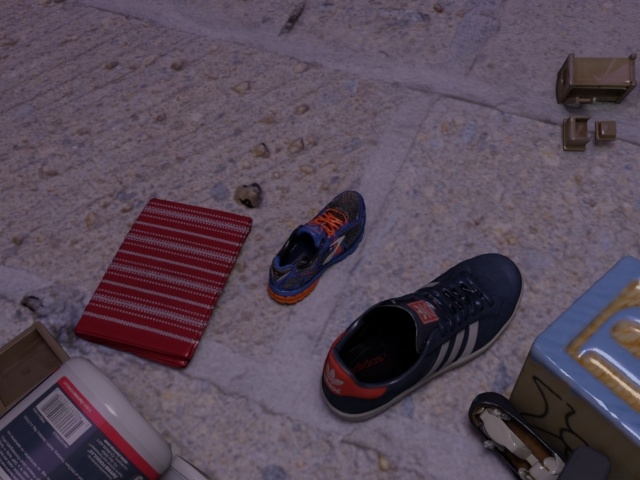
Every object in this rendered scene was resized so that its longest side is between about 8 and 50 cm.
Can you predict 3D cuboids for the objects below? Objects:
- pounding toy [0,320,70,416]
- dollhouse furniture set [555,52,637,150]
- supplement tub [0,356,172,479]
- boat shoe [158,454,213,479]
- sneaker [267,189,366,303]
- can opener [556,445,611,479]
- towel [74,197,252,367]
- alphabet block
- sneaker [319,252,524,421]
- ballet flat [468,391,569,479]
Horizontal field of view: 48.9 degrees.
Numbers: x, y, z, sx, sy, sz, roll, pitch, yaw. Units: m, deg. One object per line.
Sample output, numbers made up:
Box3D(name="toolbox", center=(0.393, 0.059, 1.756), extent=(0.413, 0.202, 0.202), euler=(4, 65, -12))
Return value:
Box3D(name="pounding toy", center=(-0.398, 0.217, 0.988), extent=(0.130, 0.100, 0.141), euler=(-39, 51, -20))
Box3D(name="dollhouse furniture set", center=(0.512, -0.229, 1.222), extent=(0.182, 0.101, 0.160), euler=(2, 81, 6))
Box3D(name="supplement tub", center=(-0.338, 0.295, 0.860), extent=(0.191, 0.191, 0.272), euler=(37, 68, 25))
Box3D(name="boat shoe", center=(-0.138, 0.347, 0.889), extent=(0.184, 0.066, 0.063), euler=(32, 75, 22))
Box3D(name="sneaker", center=(0.000, 0.000, 1.092), extent=(0.083, 0.087, 0.221), euler=(28, 63, 20))
Box3D(name="can opener", center=(0.225, 0.319, 0.750), extent=(0.093, 0.074, 0.280), euler=(28, 43, 32))
Box3D(name="towel", center=(-0.241, 0.057, 1.109), extent=(0.199, 0.031, 0.274), euler=(12, 56, 15))
Box3D(name="alphabet block", center=(0.375, 0.177, 0.879), extent=(0.193, 0.197, 0.192), euler=(-35, 61, -17))
Box3D(name="sneaker", center=(0.151, 0.111, 0.969), extent=(0.350, 0.148, 0.131), euler=(-36, 61, -18))
Box3D(name="ballet flat", center=(0.263, 0.276, 0.895), extent=(0.074, 0.074, 0.203), euler=(-33, 59, -16))
